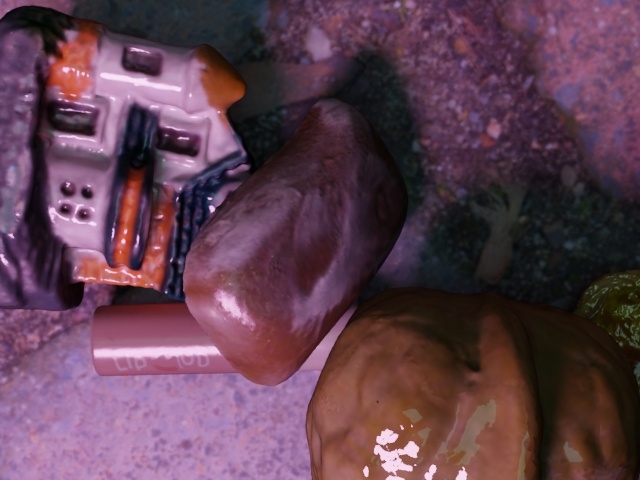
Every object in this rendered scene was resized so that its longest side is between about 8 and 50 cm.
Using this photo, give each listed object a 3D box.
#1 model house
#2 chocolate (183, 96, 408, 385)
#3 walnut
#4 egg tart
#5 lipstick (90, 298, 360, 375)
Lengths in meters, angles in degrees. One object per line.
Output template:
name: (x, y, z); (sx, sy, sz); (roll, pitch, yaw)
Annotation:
model house: (-0.143, -0.053, 0.934); (0.301, 0.190, 0.271); (9, 86, -3)
chocolate: (0.000, -0.001, 0.912); (0.254, 0.080, 0.157); (-51, 123, -28)
walnut: (0.130, 0.181, 0.895); (0.282, 0.253, 0.276); (7, 94, 18)
egg tart: (0.298, 0.090, 0.989); (0.130, 0.052, 0.130); (0, 93, 5)
lipstick: (-0.088, 0.093, 1.001); (0.254, 0.070, 0.070); (-2, 94, 3)
